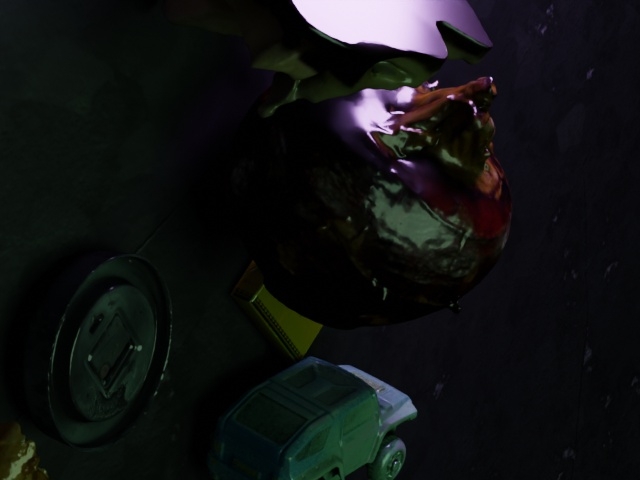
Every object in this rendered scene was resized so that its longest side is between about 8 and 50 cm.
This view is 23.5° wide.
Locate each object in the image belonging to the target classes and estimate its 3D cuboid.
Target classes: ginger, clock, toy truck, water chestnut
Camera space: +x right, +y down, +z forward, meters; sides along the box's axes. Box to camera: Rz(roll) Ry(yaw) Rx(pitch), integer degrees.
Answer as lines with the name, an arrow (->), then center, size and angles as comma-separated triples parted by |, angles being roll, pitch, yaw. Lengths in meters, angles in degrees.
ginger -> -0.037, -0.238, 1.566 | 0.211, 0.358, 0.413 | -47, 176, 32
clock -> -0.234, 0.115, 1.629 | 0.215, 0.042, 0.215 | -34, 130, -53
toy truck -> -0.008, 0.242, 1.909 | 0.279, 0.155, 0.156 | -24, 132, -48
water chestnut -> 0.080, -0.081, 1.723 | 0.335, 0.335, 0.347 | -10, 148, -52

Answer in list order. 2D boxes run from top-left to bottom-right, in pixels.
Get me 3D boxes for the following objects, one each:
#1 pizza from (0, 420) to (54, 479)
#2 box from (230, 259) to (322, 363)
pizza -> -0.326, 0.359, 1.607 | 0.182, 0.074, 0.365 | 5, 101, -46
box -> 0.000, -0.001, 1.929 | 0.279, 0.041, 0.153 | -58, 144, -19
